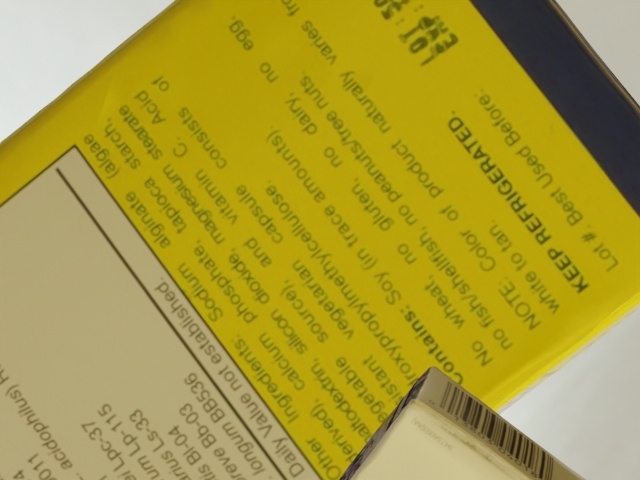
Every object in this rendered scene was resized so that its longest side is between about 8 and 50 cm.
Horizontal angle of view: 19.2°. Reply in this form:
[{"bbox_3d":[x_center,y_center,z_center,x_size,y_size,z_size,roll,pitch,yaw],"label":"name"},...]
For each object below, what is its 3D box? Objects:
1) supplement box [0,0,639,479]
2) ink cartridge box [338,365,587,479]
[{"bbox_3d":[-0.031,0.028,0.780,0.356,0.195,0.194,-38,-98,8],"label":"supplement box"},{"bbox_3d":[0.011,0.088,0.365,0.115,0.063,0.029,-54,179,15],"label":"ink cartridge box"}]
